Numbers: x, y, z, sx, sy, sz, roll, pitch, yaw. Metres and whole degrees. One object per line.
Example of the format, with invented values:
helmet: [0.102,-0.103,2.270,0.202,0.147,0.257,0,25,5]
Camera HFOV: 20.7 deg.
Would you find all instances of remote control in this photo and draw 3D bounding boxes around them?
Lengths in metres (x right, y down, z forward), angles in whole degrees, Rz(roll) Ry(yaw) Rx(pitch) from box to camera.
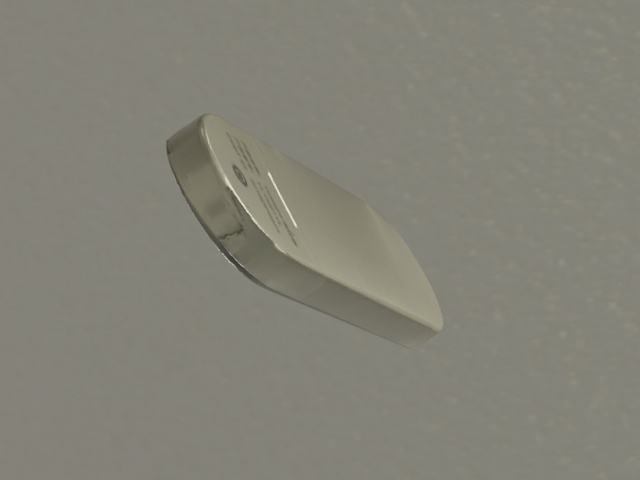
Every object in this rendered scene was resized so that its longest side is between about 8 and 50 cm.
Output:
remote control: [0.000,0.000,0.778,0.022,0.245,0.077,-35,-112,13]
